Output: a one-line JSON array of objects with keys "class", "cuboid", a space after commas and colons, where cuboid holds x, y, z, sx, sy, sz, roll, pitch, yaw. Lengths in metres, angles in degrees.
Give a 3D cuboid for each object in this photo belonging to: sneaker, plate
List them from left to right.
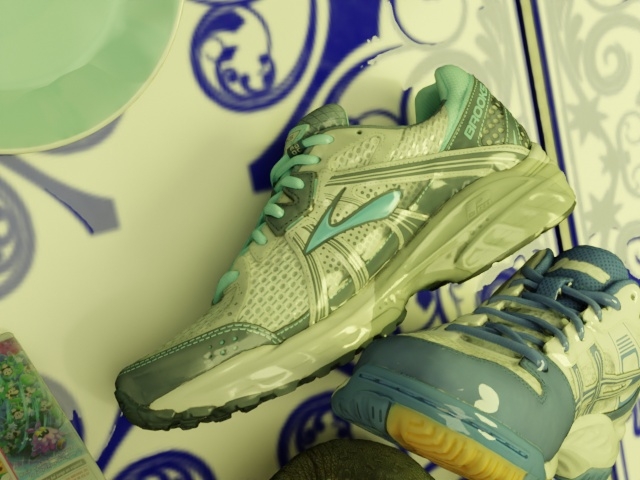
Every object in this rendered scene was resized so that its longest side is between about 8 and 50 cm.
[{"class": "plate", "cuboid": [-0.155, -0.136, 0.532, 0.188, 0.024, 0.188, -7, 103, -30]}, {"class": "sneaker", "cuboid": [0.000, 0.000, 0.599, 0.283, 0.110, 0.122, -31, 88, -24]}, {"class": "sneaker", "cuboid": [0.105, 0.055, 0.579, 0.296, 0.111, 0.131, 16, 98, -64]}]

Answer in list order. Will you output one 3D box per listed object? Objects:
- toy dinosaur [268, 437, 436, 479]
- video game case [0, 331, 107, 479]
[{"class": "toy dinosaur", "cuboid": [0.030, 0.181, 0.619, 0.313, 0.121, 0.160, 28, 69, -21]}, {"class": "video game case", "cuboid": [-0.180, 0.124, 0.488, 0.157, 0.143, 0.019, -27, 141, -22]}]
